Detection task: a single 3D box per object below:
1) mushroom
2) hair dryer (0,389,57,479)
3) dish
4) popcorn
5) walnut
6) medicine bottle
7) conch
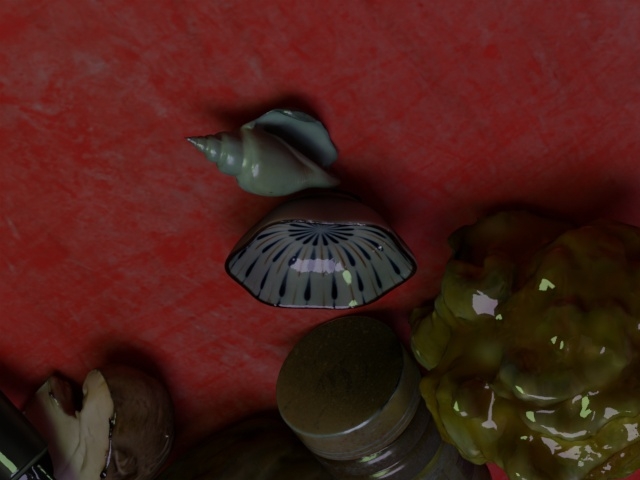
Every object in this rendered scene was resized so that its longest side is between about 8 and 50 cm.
[{"bbox_3d":[-0.248,0.238,1.679,0.151,0.156,0.286,-4,147,-45],"label":"mushroom"},{"bbox_3d":[-0.393,0.239,1.658,0.195,0.078,0.248,48,143,-6],"label":"hair dryer"},{"bbox_3d":[0.000,0.000,1.470,0.190,0.066,0.191,-1,150,0],"label":"dish"},{"bbox_3d":[0.254,0.129,1.497,0.321,0.290,0.326,-6,118,3],"label":"popcorn"},{"bbox_3d":[-0.097,0.345,1.702,0.283,0.227,0.283,-22,125,-36],"label":"walnut"},{"bbox_3d":[0.085,0.236,1.679,0.151,0.151,0.322,-20,135,15],"label":"medicine bottle"},{"bbox_3d":[-0.049,-0.086,1.392,0.180,0.065,0.088,9,101,-37],"label":"conch"}]
